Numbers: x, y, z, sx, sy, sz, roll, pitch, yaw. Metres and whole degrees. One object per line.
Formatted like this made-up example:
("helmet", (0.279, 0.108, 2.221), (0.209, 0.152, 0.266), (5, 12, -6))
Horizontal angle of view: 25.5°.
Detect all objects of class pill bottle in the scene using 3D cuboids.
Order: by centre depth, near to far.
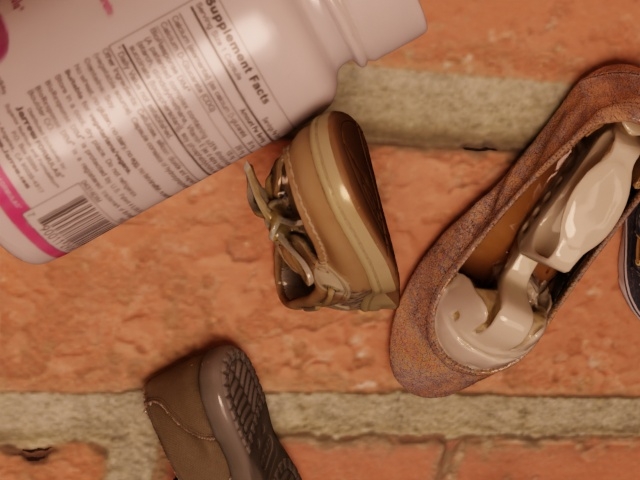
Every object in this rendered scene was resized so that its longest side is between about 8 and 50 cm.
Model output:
("pill bottle", (-0.090, -0.118, 0.857), (0.283, 0.160, 0.160), (-28, 125, 3))

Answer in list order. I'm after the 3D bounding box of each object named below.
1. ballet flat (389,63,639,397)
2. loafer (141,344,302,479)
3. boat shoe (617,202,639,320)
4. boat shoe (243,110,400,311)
("ballet flat", (0.149, 0.012, 1.037), (0.108, 0.106, 0.316), (25, 113, -15))
("loafer", (-0.073, 0.191, 1.118), (0.087, 0.094, 0.251), (-6, 117, 18))
("boat shoe", (0.270, 0.016, 1.088), (0.065, 0.083, 0.183), (-19, 125, -3))
("boat shoe", (0.000, 0.000, 0.927), (0.089, 0.104, 0.285), (-13, 162, 2))
